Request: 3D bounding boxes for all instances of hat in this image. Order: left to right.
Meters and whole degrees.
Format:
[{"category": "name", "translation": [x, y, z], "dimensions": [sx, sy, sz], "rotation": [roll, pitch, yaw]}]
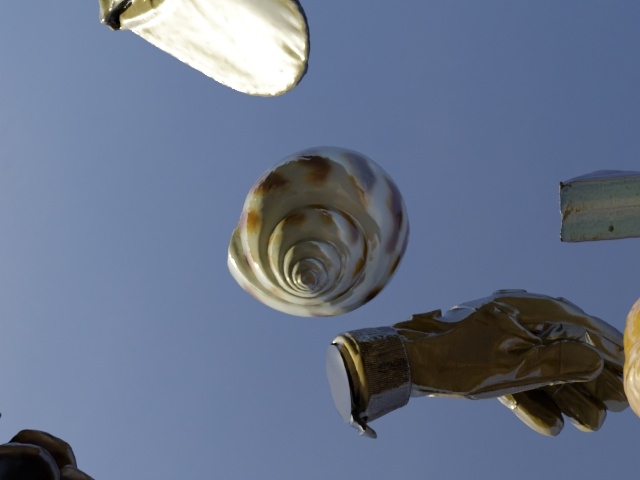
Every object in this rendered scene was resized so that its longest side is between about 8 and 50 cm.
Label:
[{"category": "hat", "translation": [-0.091, -0.214, 0.815], "dimensions": [0.245, 0.214, 0.149], "rotation": [19, -110, 20]}]

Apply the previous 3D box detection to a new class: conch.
[{"category": "conch", "translation": [0.000, 0.000, 1.205], "dimensions": [0.149, 0.275, 0.183], "rotation": [34, -76, 19]}]

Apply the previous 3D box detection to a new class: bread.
[{"category": "bread", "translation": [0.326, -0.037, 1.404], "dimensions": [0.084, 0.139, 0.074], "rotation": [5, -81, 30]}]

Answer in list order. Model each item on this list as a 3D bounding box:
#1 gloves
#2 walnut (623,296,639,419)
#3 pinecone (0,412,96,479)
[{"category": "gloves", "translation": [0.175, 0.126, 1.332], "dimensions": [0.331, 0.154, 0.141], "rotation": [-4, -130, -9]}, {"category": "walnut", "translation": [0.343, 0.110, 0.992], "dimensions": [0.193, 0.226, 0.193], "rotation": [-37, -134, 52]}, {"category": "pinecone", "translation": [-0.323, 0.290, 1.047], "dimensions": [0.384, 0.384, 0.384], "rotation": [-14, -118, 28]}]
